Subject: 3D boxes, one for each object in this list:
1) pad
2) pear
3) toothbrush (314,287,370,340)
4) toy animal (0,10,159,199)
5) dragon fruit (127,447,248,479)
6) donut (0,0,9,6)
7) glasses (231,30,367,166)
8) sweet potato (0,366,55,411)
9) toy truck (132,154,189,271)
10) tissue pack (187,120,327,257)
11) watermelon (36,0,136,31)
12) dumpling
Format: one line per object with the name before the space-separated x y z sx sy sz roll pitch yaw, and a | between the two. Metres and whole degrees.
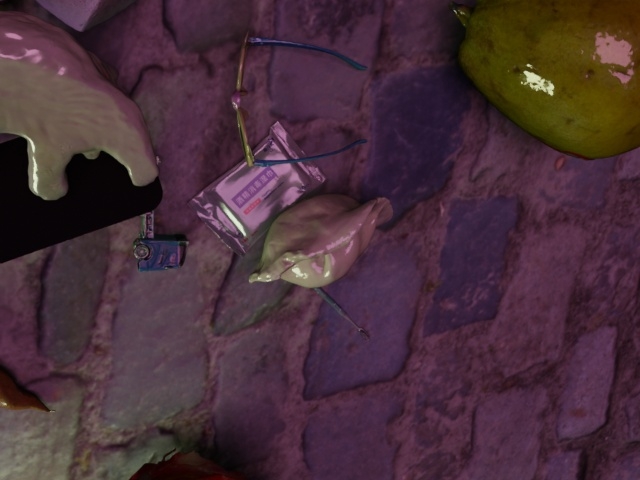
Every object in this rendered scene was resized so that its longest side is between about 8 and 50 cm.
pad | -0.368 -0.082 0.873 0.267 0.004 0.181 -20 74 -7
pear | 0.363 -0.278 0.915 0.375 0.287 0.287 22 98 4
toothbrush | 0.031 0.118 1.065 0.011 0.014 0.167 -41 109 9
toy animal | -0.388 -0.188 0.770 0.308 0.188 0.266 -13 147 -7
dragon fruit | -0.210 0.508 0.992 0.371 0.249 0.386 -7 102 5
donut | -0.439 -0.368 0.807 0.140 0.059 0.140 -3 105 -12
glasses | -0.036 -0.204 0.944 0.220 0.088 0.189 -2 90 -33
sweet potato | -0.496 0.223 0.950 0.195 0.056 0.056 39 93 -25
toy truck | -0.241 -0.042 0.937 0.081 0.067 0.175 0 101 -19
tissue pack | -0.098 -0.078 0.978 0.193 0.026 0.122 -43 108 -2
watermelon | -0.272 -0.400 0.739 0.320 0.214 0.289 16 81 -40
dumpling | 0.000 0.000 0.947 0.250 0.162 0.132 -27 86 -6
